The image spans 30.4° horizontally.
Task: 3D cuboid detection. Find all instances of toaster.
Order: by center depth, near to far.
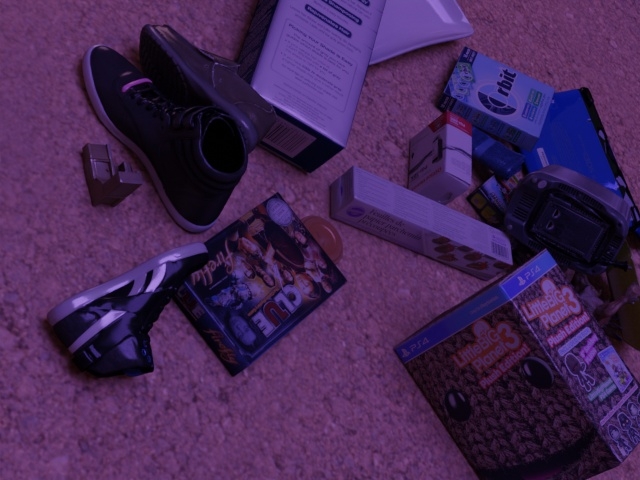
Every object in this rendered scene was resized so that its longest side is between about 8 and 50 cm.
[{"bbox_3d":[0.418,-0.036,1.923,0.227,0.129,0.146,28,23,12],"label":"toaster"}]

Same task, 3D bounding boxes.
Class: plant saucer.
[{"bbox_3d":[0.000,0.000,1.723,0.083,0.013,0.083,22,50,-29],"label":"plant saucer"},{"bbox_3d":[0.521,0.087,2.017,0.188,0.045,0.188,-67,141,-72],"label":"plant saucer"}]

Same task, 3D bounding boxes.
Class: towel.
[{"bbox_3d":[0.290,-0.154,2.030,0.119,0.029,0.067,36,41,19],"label":"towel"}]

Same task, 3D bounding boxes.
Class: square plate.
[{"bbox_3d":[0.081,-0.470,2.078,0.347,0.049,0.344,-24,80,-47],"label":"square plate"}]

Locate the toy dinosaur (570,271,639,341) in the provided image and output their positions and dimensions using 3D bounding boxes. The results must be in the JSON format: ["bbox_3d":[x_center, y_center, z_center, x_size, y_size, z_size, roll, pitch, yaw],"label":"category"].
[{"bbox_3d":[0.409,0.163,1.899,0.127,0.200,0.295,29,66,17],"label":"toy dinosaur"}]

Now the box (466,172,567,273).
[{"bbox_3d":[0.348,-0.022,2.020,0.207,0.036,0.114,52,43,-1],"label":"box"}]

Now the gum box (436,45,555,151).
[{"bbox_3d":[0.315,-0.255,2.099,0.184,0.041,0.157,26,46,2],"label":"gum box"}]

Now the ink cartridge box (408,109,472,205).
[{"bbox_3d":[0.194,-0.128,1.911,0.056,0.099,0.135,27,48,-25],"label":"ink cartridge box"}]

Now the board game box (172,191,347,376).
[{"bbox_3d":[-0.086,0.053,1.592,0.165,0.042,0.243,52,43,-1],"label":"board game box"}]

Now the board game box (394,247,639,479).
[{"bbox_3d":[0.292,0.203,1.680,0.141,0.232,0.291,-29,83,-47],"label":"board game box"}]

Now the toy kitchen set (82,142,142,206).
[{"bbox_3d":[-0.255,-0.095,1.520,0.068,0.075,0.083,2,67,-41],"label":"toy kitchen set"}]

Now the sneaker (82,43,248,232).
[{"bbox_3d":[-0.198,-0.166,1.566,0.104,0.147,0.295,-30,83,-46],"label":"sneaker"}]

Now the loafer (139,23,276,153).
[{"bbox_3d":[-0.158,-0.215,1.636,0.087,0.094,0.251,-31,68,-36],"label":"loafer"}]

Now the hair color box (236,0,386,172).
[{"bbox_3d":[-0.020,-0.294,1.800,0.174,0.105,0.347,30,56,-21],"label":"hair color box"}]

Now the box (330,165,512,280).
[{"bbox_3d":[0.162,-0.023,1.840,0.324,0.063,0.067,21,50,-30],"label":"box"}]

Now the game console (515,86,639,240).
[{"bbox_3d":[0.484,-0.118,2.208,0.250,0.173,0.293,-12,67,-11],"label":"game console"}]

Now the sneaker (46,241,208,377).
[{"bbox_3d":[-0.210,0.095,1.424,0.217,0.079,0.121,-27,86,-28],"label":"sneaker"}]
